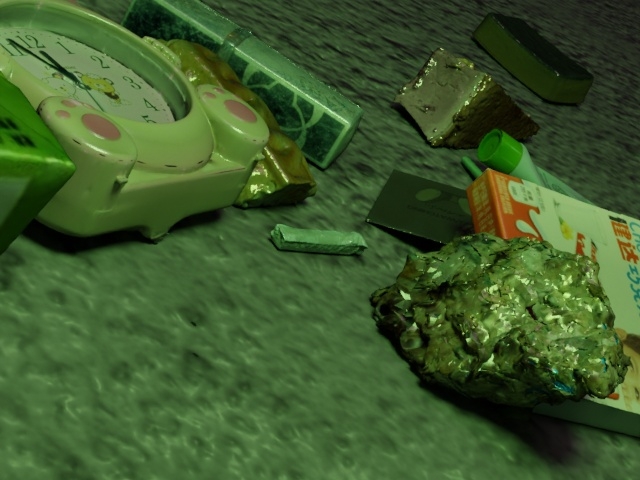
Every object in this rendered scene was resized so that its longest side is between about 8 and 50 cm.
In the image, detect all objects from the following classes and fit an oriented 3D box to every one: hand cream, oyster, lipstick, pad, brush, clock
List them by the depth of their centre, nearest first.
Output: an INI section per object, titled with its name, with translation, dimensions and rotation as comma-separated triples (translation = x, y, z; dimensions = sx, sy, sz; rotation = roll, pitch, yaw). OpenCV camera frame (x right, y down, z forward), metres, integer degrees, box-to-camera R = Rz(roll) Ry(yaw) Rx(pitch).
[clock]
translation = -0.230, -0.132, 1.250
dimensions = 0.309, 0.114, 0.284
rotation = 40, 28, 20
[oyster]
translation = 0.173, 0.078, 1.281
dimensions = 0.198, 0.092, 0.259
rotation = -30, 54, -15
[pad]
translation = 0.156, -0.026, 1.527
dimensions = 0.190, 0.004, 0.127
rotation = 16, 33, 9
[lipstick]
translation = -0.087, -0.190, 1.555
dimensions = 0.289, 0.077, 0.076
rotation = 33, 25, 1
[hand cream]
translation = 0.322, -0.057, 1.800
dimensions = 0.275, 0.050, 0.079
rotation = 30, 50, -25
[brush]
translation = 0.356, -0.305, 2.285
dimensions = 0.123, 0.059, 0.197
rotation = -6, 44, -50

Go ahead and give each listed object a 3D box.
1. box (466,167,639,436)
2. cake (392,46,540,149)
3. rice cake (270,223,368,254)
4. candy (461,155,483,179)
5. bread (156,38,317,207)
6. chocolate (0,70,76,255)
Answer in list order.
[box]
translation = 0.289, 0.073, 1.438
dimensions = 0.265, 0.048, 0.273
rotation = 16, 48, -31
[cake]
translation = 0.221, -0.196, 1.895
dimensions = 0.116, 0.113, 0.295
rotation = 44, 22, 21
[rice cake]
translation = 0.000, 0.000, 1.371
dimensions = 0.121, 0.021, 0.022
rotation = 5, 46, -45
[candy]
translation = 0.232, -0.036, 1.660
dimensions = 0.091, 0.083, 0.305
rotation = 22, 19, -31
[bread]
translation = -0.103, -0.124, 1.418
dimensions = 0.232, 0.088, 0.128
rotation = 46, 36, 18
[chocolate]
translation = -0.382, -0.103, 1.000
dimensions = 0.301, 0.137, 0.289
rotation = 2, 38, -49
